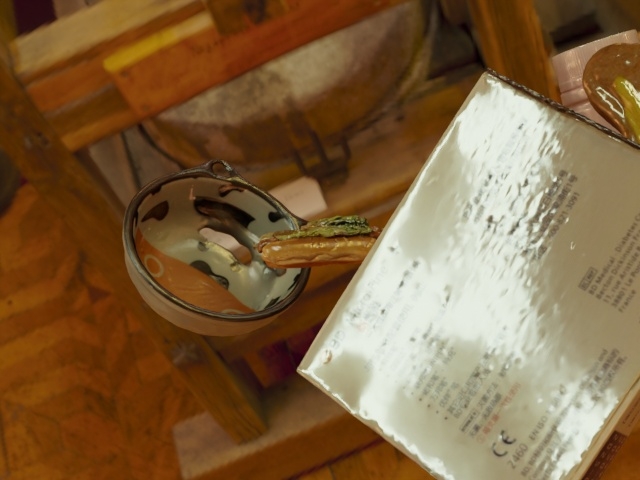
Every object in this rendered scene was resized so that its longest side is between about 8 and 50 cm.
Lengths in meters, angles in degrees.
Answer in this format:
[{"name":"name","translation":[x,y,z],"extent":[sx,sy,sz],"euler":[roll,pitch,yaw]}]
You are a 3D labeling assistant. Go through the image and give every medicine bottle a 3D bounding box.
[{"name":"medicine bottle","translation":[0.100,0.030,0.581],"extent":[0.171,0.052,0.201],"euler":[33,92,32]},{"name":"medicine bottle","translation":[0.420,-0.159,1.578],"extent":[0.133,0.133,0.250],"euler":[-18,93,7]}]

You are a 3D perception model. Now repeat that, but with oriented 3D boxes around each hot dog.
[{"name":"hot dog","translation":[0.000,0.000,1.081],"extent":[0.133,0.041,0.056],"euler":[-4,14,-9]}]

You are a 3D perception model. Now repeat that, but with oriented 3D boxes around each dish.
[{"name":"dish","translation":[-0.157,0.033,1.602],"extent":[0.303,0.120,0.303],"euler":[14,45,-14]}]

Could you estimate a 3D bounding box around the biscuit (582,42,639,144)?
[{"name":"biscuit","translation":[0.251,-0.003,0.738],"extent":[0.295,0.044,0.186],"euler":[45,105,32]}]
